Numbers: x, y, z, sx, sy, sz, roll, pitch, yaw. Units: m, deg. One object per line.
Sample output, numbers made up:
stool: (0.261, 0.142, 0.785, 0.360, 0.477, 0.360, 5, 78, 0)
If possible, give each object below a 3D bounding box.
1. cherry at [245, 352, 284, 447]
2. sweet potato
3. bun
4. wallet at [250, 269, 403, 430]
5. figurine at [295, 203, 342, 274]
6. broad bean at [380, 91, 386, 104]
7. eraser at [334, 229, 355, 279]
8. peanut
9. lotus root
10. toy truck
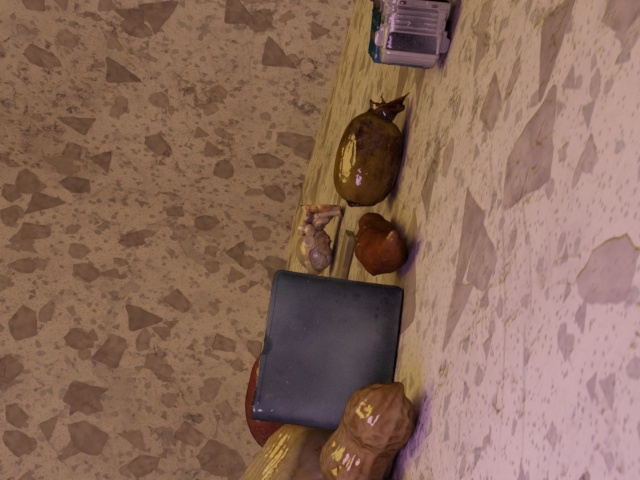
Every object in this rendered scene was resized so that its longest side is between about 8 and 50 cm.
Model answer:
cherry: (-0.072, 0.368, 2.092, 0.261, 0.221, 0.308, -69, -24, -55)
sweet potato: (0.114, 0.011, 1.726, 0.354, 0.095, 0.106, -114, 31, -82)
bun: (-0.040, 0.528, 1.655, 0.365, 0.219, 0.365, -59, 10, 18)
wallet: (0.014, 0.203, 1.590, 0.054, 0.251, 0.291, 108, 170, -70)
figurine: (-0.004, 0.000, 2.713, 0.162, 0.141, 0.237, 13, -95, -68)
broad bean: (0.121, -0.222, 2.262, 0.098, 0.056, 0.318, -77, 7, -57)
eraser: (0.067, 0.052, 2.387, 0.104, 0.023, 0.150, -108, 29, -78)
peanut: (0.073, 0.325, 1.399, 0.136, 0.120, 0.298, -60, -9, -46)
lotus root: (0.112, -0.206, 1.924, 0.154, 0.154, 0.278, -122, 48, -81)
toy truck: (0.174, -0.448, 1.781, 0.367, 0.146, 0.175, -89, 4, -71)
